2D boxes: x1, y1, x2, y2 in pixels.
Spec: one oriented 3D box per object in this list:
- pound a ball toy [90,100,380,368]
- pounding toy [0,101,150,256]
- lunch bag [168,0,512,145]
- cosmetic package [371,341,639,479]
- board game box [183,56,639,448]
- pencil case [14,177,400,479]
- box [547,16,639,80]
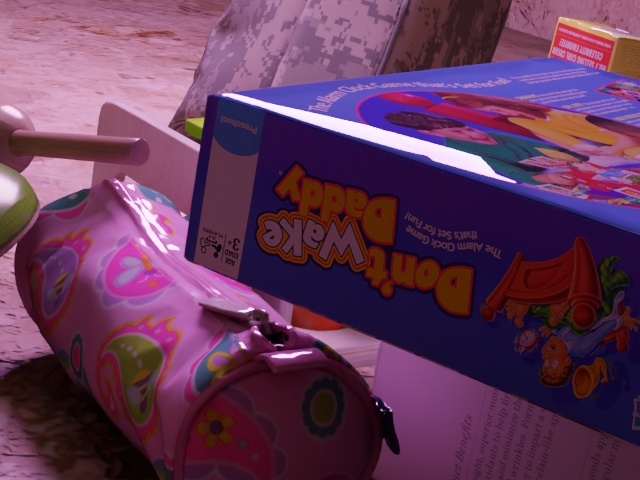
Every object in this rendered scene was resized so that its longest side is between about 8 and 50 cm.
[{"bbox_3d":[0.000,0.000,0.914,0.208,0.135,0.319,-5,22,-34],"label":"pound a ball toy"},{"bbox_3d":[-0.249,-0.041,0.770,0.237,0.110,0.183,-38,26,-33],"label":"pounding toy"},{"bbox_3d":[0.010,-0.190,1.248,0.256,0.305,0.212,14,-13,29],"label":"lunch bag"},{"bbox_3d":[0.144,0.085,0.712,0.151,0.151,0.184,-6,25,-42],"label":"cosmetic package"},{"bbox_3d":[0.136,-0.019,0.649,0.233,0.078,0.347,21,21,30],"label":"board game box"},{"bbox_3d":[-0.076,0.057,0.723,0.124,0.124,0.284,2,18,-29],"label":"pencil case"},{"bbox_3d":[0.212,-0.062,1.095,0.058,0.232,0.087,5,19,-29],"label":"box"}]
